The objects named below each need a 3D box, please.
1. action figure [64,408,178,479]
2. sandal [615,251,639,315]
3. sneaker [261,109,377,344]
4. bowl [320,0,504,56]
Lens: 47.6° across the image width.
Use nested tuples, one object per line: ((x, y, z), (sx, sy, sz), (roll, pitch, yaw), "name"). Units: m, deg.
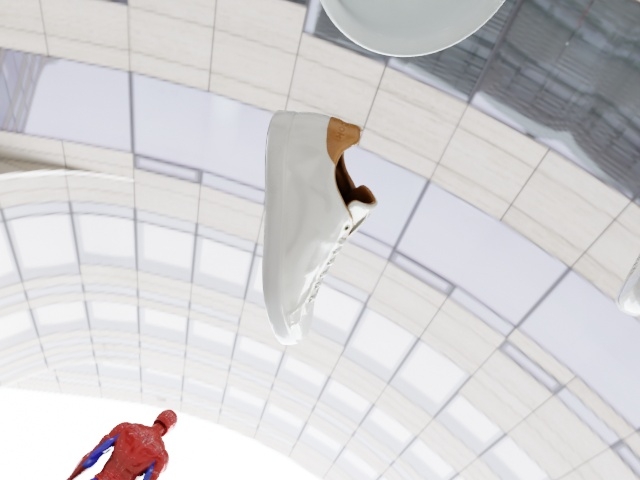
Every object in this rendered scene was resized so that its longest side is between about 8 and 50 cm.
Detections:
((-0.106, 0.122, 0.335), (0.038, 0.030, 0.115), (35, -124, 12), "action figure")
((0.428, 0.003, 0.817), (0.102, 0.169, 0.416), (30, -160, 21), "sandal")
((0.000, 0.000, 0.833), (0.123, 0.290, 0.106), (6, -153, 7), "sneaker")
((0.122, -0.417, 0.994), (0.297, 0.298, 0.134), (-2, -140, -14), "bowl")
